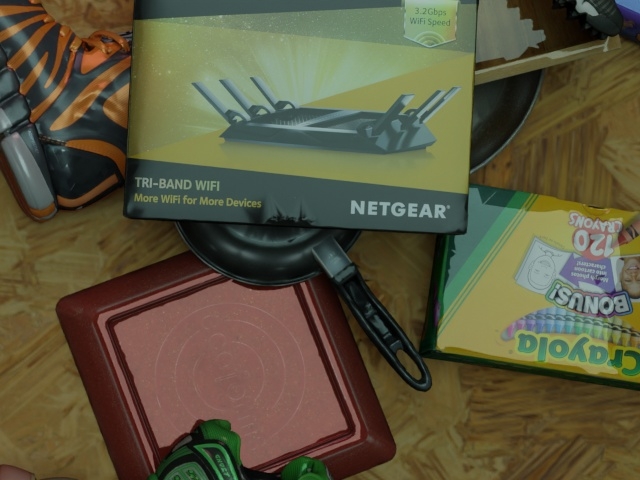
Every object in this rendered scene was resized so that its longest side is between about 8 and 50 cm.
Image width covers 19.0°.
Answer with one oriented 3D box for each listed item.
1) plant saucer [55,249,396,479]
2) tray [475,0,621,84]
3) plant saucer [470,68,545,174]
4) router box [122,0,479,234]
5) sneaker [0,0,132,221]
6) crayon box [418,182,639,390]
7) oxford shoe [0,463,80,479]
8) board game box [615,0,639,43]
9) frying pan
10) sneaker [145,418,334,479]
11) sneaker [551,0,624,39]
[{"bbox_3d":[-0.086,0.130,1.804,0.259,0.048,0.258,-20,86,-11],"label":"plant saucer"},{"bbox_3d":[0.130,-0.353,1.795,0.203,0.076,0.410,-14,94,-1],"label":"tray"},{"bbox_3d":[0.065,-0.195,1.865,0.311,0.050,0.310,1,82,-8],"label":"plant saucer"},{"bbox_3d":[-0.017,-0.131,1.720,0.309,0.081,0.242,2,89,-1],"label":"router box"},{"bbox_3d":[-0.255,-0.192,1.796,0.180,0.124,0.321,-25,98,-14],"label":"sneaker"},{"bbox_3d":[0.244,0.050,1.841,0.278,0.081,0.165,9,81,-7],"label":"crayon box"},{"bbox_3d":[-0.250,0.405,1.702,0.147,0.140,0.397,9,84,-14],"label":"oxford shoe"},{"bbox_3d":[0.427,-0.277,1.888,0.347,0.078,0.233,25,80,4],"label":"board game box"},{"bbox_3d":[-0.029,0.005,1.783,0.197,0.053,0.326,-15,82,-6],"label":"frying pan"},{"bbox_3d":[-0.001,0.288,1.726,0.343,0.134,0.146,34,88,-15],"label":"sneaker"},{"bbox_3d":[0.212,-0.291,1.726,0.106,0.078,0.234,-40,92,3],"label":"sneaker"}]
